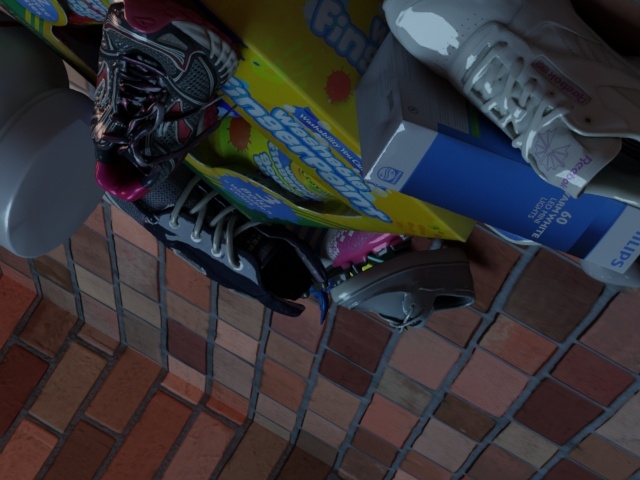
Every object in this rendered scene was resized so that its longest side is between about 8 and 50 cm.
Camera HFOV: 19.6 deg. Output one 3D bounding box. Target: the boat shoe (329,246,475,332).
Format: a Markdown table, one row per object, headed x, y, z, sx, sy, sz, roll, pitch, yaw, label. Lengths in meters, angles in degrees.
| x | y | z | sx | sy | sz | roll | pitch | yaw | label |
| --- | --- | --- | --- | --- | --- | --- | --- | --- | --- |
| 0.105 | 0.061 | 2.138 | 0.079 | 0.227 | 0.081 | -31 | 76 | 40 | boat shoe |

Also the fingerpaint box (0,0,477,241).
| x | y | z | sx | sy | sz | roll | pitch | yaw | label |
| --- | --- | --- | --- | --- | --- | --- | --- | --- | --- |
| -0.076 | -0.190 | 1.784 | 0.445 | 0.163 | 0.371 | 41 | 160 | -30 | fingerpaint box |

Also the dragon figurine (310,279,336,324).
| x | y | z | sx | sy | sz | roll | pitch | yaw | label |
| --- | --- | --- | --- | --- | --- | --- | --- | --- | --- |
| -0.007 | 0.055 | 2.498 | 0.144 | 0.085 | 0.289 | 27 | 162 | 15 | dragon figurine |

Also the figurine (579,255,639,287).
| x | y | z | sx | sy | sz | roll | pitch | yaw | label |
| --- | --- | --- | --- | --- | --- | --- | --- | --- | --- |
| 0.305 | 0.001 | 1.816 | 0.215 | 0.092 | 0.209 | 16 | 162 | 43 | figurine |

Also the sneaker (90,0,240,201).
| x | y | z | sx | sy | sz | roll | pitch | yaw | label |
| --- | --- | --- | --- | --- | --- | --- | --- | --- | --- |
| -0.146 | -0.124 | 1.624 | 0.121 | 0.112 | 0.299 | 29 | 160 | 8 | sneaker |

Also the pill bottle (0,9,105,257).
| x | y | z | sx | sy | sz | roll | pitch | yaw | label |
| --- | --- | --- | --- | --- | --- | --- | --- | --- | --- |
| -0.415 | -0.158 | 1.933 | 0.408 | 0.229 | 0.229 | 33 | 165 | 20 | pill bottle |

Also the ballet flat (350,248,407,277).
| x | y | z | sx | sy | sz | roll | pitch | yaw | label |
| --- | --- | --- | --- | --- | --- | --- | --- | --- | --- |
| 0.000 | 0.000 | 2.328 | 0.231 | 0.077 | 0.077 | 27 | 137 | 6 | ballet flat |

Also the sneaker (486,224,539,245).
| x | y | z | sx | sy | sz | roll | pitch | yaw | label |
| --- | --- | --- | --- | --- | --- | --- | --- | --- | --- |
| 0.179 | -0.048 | 1.930 | 0.152 | 0.058 | 0.084 | 29 | 173 | 29 | sneaker |

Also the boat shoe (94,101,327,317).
| x | y | z | sx | sy | sz | roll | pitch | yaw | label |
| --- | --- | --- | --- | --- | --- | --- | --- | --- | --- |
| -0.122 | -0.036 | 2.056 | 0.158 | 0.127 | 0.340 | 27 | 171 | 44 | boat shoe |

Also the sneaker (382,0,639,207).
| x | y | z | sx | sy | sz | roll | pitch | yaw | label |
| --- | --- | --- | --- | --- | --- | --- | --- | --- | --- |
| 0.188 | -0.125 | 1.517 | 0.305 | 0.152 | 0.114 | 28 | 131 | -5 | sneaker |

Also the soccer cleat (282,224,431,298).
| x | y | z | sx | sy | sz | roll | pitch | yaw | label |
| --- | --- | --- | --- | --- | --- | --- | --- | --- | --- |
| 0.032 | -0.035 | 2.137 | 0.331 | 0.116 | 0.143 | -29 | 83 | 57 | soccer cleat |

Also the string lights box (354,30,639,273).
| x | y | z | sx | sy | sz | roll | pitch | yaw | label |
| --- | --- | --- | --- | --- | --- | --- | --- | --- | --- |
| 0.164 | -0.077 | 1.608 | 0.260 | 0.133 | 0.076 | 20 | 127 | -18 | string lights box |
